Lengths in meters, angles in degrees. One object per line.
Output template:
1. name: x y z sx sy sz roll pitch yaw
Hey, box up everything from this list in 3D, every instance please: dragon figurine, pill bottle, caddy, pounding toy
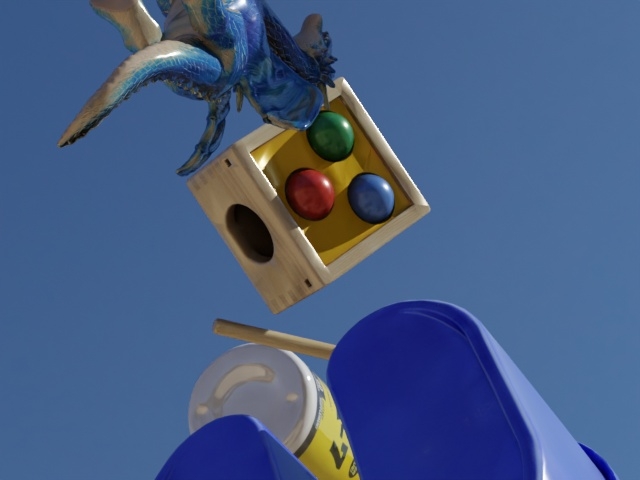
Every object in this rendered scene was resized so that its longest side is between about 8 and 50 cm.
1. dragon figurine: -0.052 -0.090 0.944 0.085 0.289 0.144 -19 -64 16
2. pill bottle: -0.026 0.182 1.561 0.119 0.119 0.208 -24 -32 10
3. caddy: 0.045 0.187 0.852 0.241 0.341 0.179 -35 -67 7
4. pounding toy: -0.003 0.009 1.328 0.181 0.206 0.094 -35 2 -35
